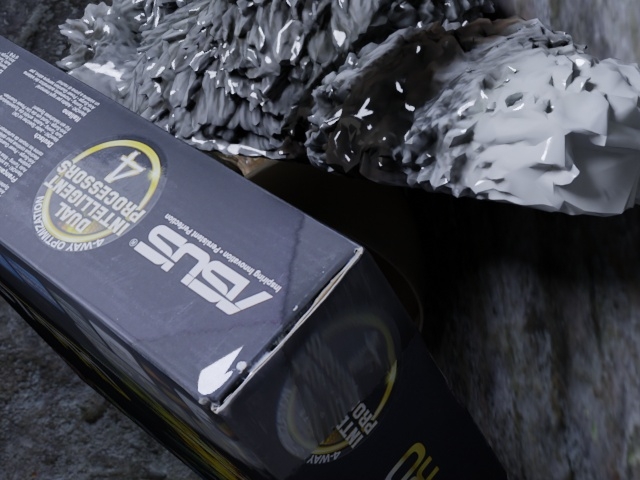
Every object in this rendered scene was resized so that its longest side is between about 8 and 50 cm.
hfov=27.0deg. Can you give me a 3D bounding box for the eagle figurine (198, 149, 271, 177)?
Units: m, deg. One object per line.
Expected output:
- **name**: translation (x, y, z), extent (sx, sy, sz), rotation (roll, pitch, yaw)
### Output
- **eagle figurine**: translation (-0.068, -0.013, 1.118), extent (0.225, 0.226, 0.298), rotation (58, 156, 15)

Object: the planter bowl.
- **planter bowl**: translation (0.000, 0.000, 0.908), extent (0.162, 0.162, 0.109), rotation (97, -172, -50)

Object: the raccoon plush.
- **raccoon plush**: translation (0.040, -0.184, 0.685), extent (0.446, 0.216, 0.299), rotation (13, 98, 47)

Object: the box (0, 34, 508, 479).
- **box**: translation (-0.077, 0.045, 0.710), extent (0.395, 0.097, 0.318), rotation (31, 160, 40)
